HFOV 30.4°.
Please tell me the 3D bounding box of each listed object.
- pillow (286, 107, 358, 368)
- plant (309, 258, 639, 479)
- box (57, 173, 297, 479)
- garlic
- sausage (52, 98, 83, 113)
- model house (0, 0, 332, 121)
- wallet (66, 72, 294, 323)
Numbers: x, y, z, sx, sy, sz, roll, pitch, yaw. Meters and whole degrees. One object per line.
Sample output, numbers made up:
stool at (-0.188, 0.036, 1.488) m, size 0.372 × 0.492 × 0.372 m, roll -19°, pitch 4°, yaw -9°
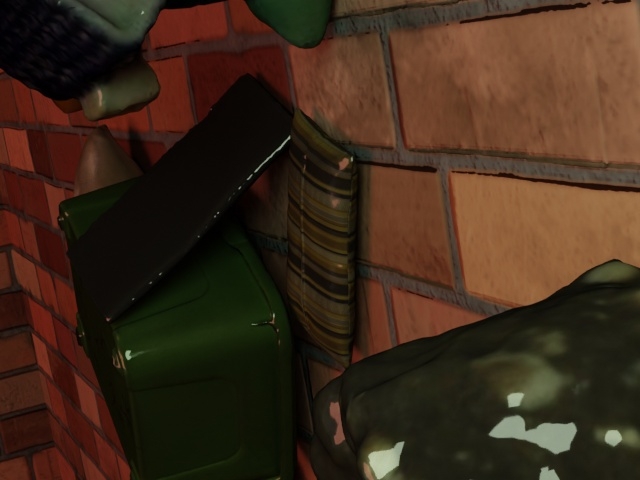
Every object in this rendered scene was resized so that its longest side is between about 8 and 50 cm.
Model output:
pillow at (0.000, 0.000, 0.997) m, size 0.113 × 0.038 × 0.203 m, roll -136°, pitch 39°, yaw -53°
plant at (0.142, 0.098, 0.417) m, size 0.188 × 0.276 × 0.198 m, roll 132°, pitch 127°, yaw -72°
box at (-0.150, 0.089, 1.193) m, size 0.328 × 0.178 × 0.252 m, roll -122°, pitch 24°, yaw -50°
garlic at (-0.242, 0.004, 1.519) m, size 0.318 × 0.112 × 0.143 m, roll 57°, pitch 150°, yaw 16°
sausage at (-0.317, -0.239, 1.537) m, size 0.328 × 0.112 × 0.112 m, roll 143°, pitch 111°, yaw -69°
model house at (-0.125, -0.237, 0.822) m, size 0.243 × 0.299 × 0.284 m, roll 1°, pitch 106°, yaw 62°
wallet at (-0.123, -0.039, 1.063) m, size 0.025 × 0.244 × 0.124 m, roll 44°, pitch -177°, yaw -41°
